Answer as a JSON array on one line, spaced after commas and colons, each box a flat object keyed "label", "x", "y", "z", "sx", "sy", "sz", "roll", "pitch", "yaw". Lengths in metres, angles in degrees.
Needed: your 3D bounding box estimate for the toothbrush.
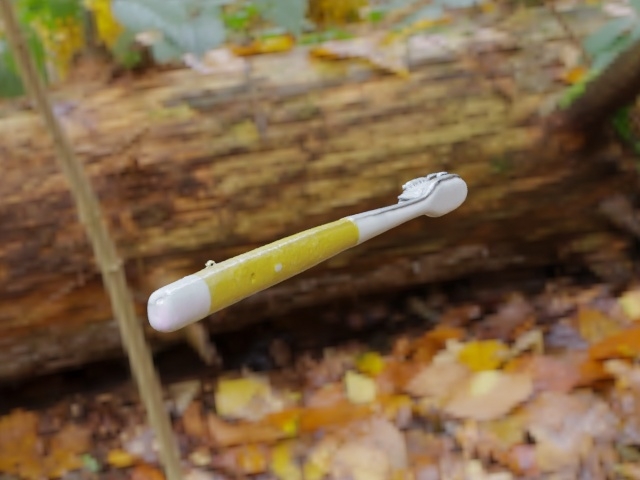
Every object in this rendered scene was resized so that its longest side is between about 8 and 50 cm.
[{"label": "toothbrush", "x": 0.000, "y": 0.000, "z": 0.798, "sx": 0.024, "sy": 0.021, "sz": 0.288, "roll": 3, "pitch": 13, "yaw": 30}]
